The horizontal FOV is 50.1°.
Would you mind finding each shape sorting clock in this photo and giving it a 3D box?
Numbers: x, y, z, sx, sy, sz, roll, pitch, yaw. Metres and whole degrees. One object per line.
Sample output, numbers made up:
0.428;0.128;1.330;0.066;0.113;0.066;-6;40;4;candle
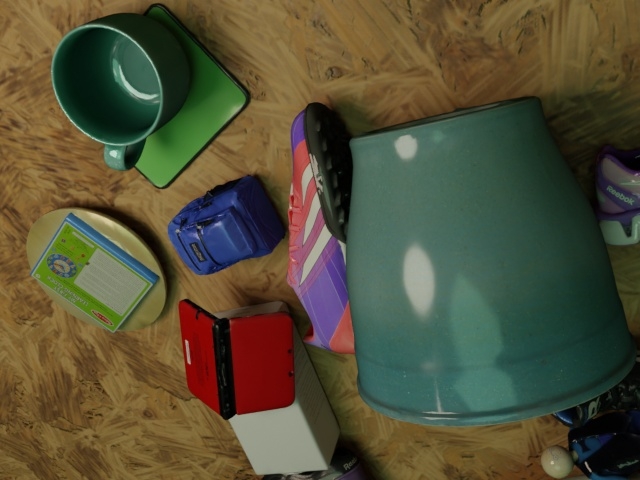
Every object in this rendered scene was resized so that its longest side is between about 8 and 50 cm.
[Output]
-0.306;0.042;0.939;0.206;0.040;0.206;6;122;10;shape sorting clock

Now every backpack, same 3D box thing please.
-0.124;-0.013;0.822;0.120;0.101;0.097;-17;105;28;backpack

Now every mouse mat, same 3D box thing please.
-0.192;-0.163;0.814;0.152;0.007;0.190;46;122;-10;mouse mat

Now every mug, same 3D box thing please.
-0.217;-0.172;0.755;0.129;0.097;0.158;42;122;-9;mug

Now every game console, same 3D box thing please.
-0.104;0.140;0.853;0.124;0.085;0.143;24;125;40;game console

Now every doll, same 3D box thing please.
0.348;0.230;0.803;0.189;0.129;0.046;-24;132;3;doll

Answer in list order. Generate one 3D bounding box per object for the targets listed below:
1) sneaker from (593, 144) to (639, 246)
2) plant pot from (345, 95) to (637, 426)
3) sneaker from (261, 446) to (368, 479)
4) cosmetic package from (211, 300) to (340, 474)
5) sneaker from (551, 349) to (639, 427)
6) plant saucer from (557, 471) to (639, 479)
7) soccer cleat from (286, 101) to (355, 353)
0.370;-0.073;0.649;0.237;0.095;0.104;-15;105;24;sneaker
0.143;0.002;0.667;0.272;0.272;0.255;-9;101;21;plant pot
-0.053;0.374;1.030;0.284;0.107;0.124;-19;91;24;sneaker
-0.068;0.205;0.934;0.118;0.085;0.231;-11;116;22;cosmetic package
0.324;0.171;0.745;0.217;0.121;0.079;15;123;28;sneaker
0.411;0.429;0.903;0.401;0.100;0.400;7;119;13;plant saucer
0.000;0.000;0.791;0.117;0.108;0.318;-3;119;23;soccer cleat
